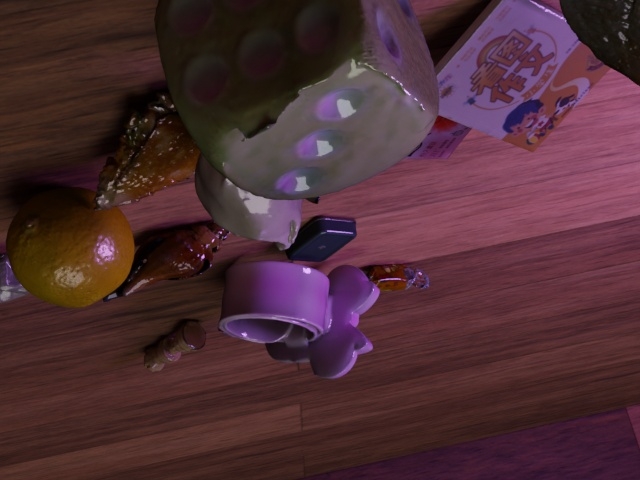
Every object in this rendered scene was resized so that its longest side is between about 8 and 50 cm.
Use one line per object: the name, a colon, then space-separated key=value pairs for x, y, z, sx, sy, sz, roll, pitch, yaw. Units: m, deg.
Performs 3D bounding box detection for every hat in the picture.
hat: x=-0.521 y=0.059 z=2.023 sx=0.166 sy=0.081 sz=0.122 roll=-10 pitch=-160 yaw=30

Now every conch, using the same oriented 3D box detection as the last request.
conch: x=-0.250 y=0.026 z=2.055 sx=0.233 sy=0.086 sz=0.080 roll=-13 pitch=156 yaw=-5

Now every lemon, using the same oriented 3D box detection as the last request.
lemon: x=-0.365 y=0.007 z=1.841 sx=0.178 sy=0.178 sz=0.203 roll=-21 pitch=152 yaw=16

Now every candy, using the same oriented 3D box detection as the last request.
candy: x=0.123 y=0.070 z=2.396 sx=0.182 sy=0.053 sz=0.046 roll=-4 pitch=142 yaw=-20

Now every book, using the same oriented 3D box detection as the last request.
book: x=0.280 y=-0.233 z=1.772 sx=0.295 sy=0.020 sz=0.208 roll=13 pitch=126 yaw=-45

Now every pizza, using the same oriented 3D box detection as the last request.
pizza: x=-0.227 y=-0.129 z=1.751 sx=0.147 sy=0.069 sz=0.226 roll=-6 pitch=148 yaw=-37

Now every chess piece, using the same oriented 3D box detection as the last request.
chess piece: x=-0.295 y=0.214 z=2.484 sx=0.060 sy=0.060 sz=0.172 roll=9 pitch=151 yaw=-41

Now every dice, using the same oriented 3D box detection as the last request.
dice: x=-0.021 y=-0.208 z=1.458 sx=0.252 sy=0.254 sz=0.250 roll=-24 pitch=157 yaw=19

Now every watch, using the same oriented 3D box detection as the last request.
watch: x=-0.054 y=0.128 z=2.251 sx=0.249 sy=0.210 sz=0.217 roll=-7 pitch=158 yaw=34

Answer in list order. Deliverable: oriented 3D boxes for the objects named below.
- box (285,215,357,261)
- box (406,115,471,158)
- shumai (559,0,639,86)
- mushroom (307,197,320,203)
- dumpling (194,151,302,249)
box: x=0.000 y=0.000 z=2.198 sx=0.091 sy=0.031 sz=0.126 roll=5 pitch=151 yaw=-37
box: x=0.163 y=-0.178 z=1.863 sx=0.111 sy=0.060 sz=0.156 roll=-2 pitch=153 yaw=-22
shumai: x=0.439 y=-0.333 z=1.610 sx=0.222 sy=0.203 sz=0.272 roll=2 pitch=143 yaw=40
mushroom: x=-0.019 y=-0.142 z=1.759 sx=0.117 sy=0.141 sz=0.188 roll=25 pitch=141 yaw=2
dumpling: x=-0.100 y=-0.083 z=1.669 sx=0.132 sy=0.162 sz=0.250 roll=-32 pitch=135 yaw=-5
